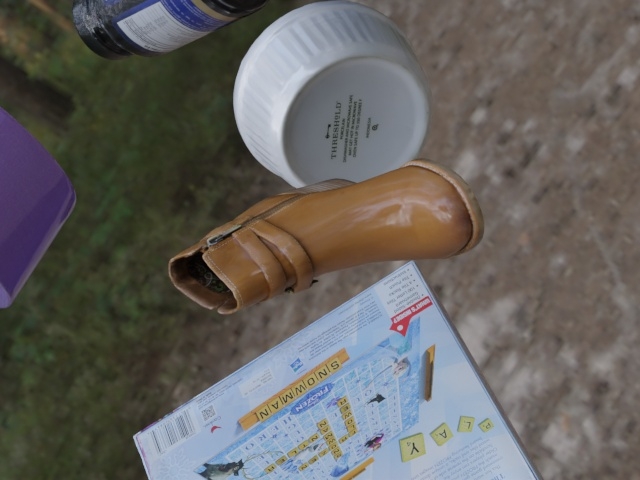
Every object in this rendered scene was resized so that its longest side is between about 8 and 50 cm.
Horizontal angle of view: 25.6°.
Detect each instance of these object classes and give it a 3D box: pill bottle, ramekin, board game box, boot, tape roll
[{"bbox_3d":[-0.160,-0.263,1.474,0.219,0.123,0.123,-15,47,44],"label":"pill bottle"},{"bbox_3d":[0.029,-0.177,1.901,0.273,0.273,0.127,-52,33,12],"label":"ramekin"},{"bbox_3d":[0.020,0.221,1.236,0.319,0.066,0.318,-32,48,6],"label":"board game box"},{"bbox_3d":[0.000,0.000,1.370,0.220,0.109,0.283,-26,23,-34],"label":"boot"},{"bbox_3d":[-0.308,-0.063,0.968,0.275,0.275,0.090,-5,52,61],"label":"tape roll"}]
